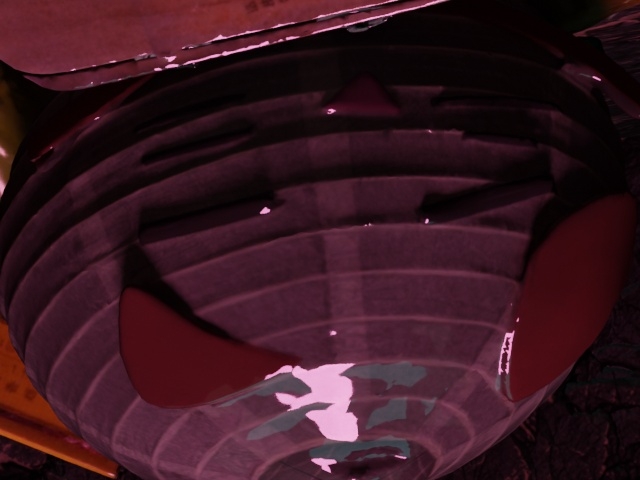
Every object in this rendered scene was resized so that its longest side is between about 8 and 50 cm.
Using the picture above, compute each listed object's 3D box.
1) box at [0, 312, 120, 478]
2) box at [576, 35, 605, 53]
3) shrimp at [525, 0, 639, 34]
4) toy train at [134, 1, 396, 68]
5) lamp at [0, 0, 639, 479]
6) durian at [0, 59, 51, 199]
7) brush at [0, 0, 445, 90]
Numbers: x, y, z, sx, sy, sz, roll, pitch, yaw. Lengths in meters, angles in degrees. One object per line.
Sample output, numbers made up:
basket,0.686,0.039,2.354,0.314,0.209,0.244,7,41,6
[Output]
box,-0.247,0.046,1.122,0.301,0.084,0.193,22,174,-5
box,-0.027,-0.045,1.062,0.336,0.106,0.264,-8,180,41
shrimp,0.132,-0.115,0.824,0.150,0.051,0.217,-18,-176,-32
toy train,-0.025,-0.093,0.612,0.122,0.050,0.081,-10,169,7
lamp,0.000,0.000,0.744,0.265,0.233,0.233,-13,179,1
durian,-0.133,-0.022,0.914,0.101,0.139,0.250,-51,161,-6
brush,0.066,-0.106,0.465,0.327,0.070,0.065,-11,-163,10
